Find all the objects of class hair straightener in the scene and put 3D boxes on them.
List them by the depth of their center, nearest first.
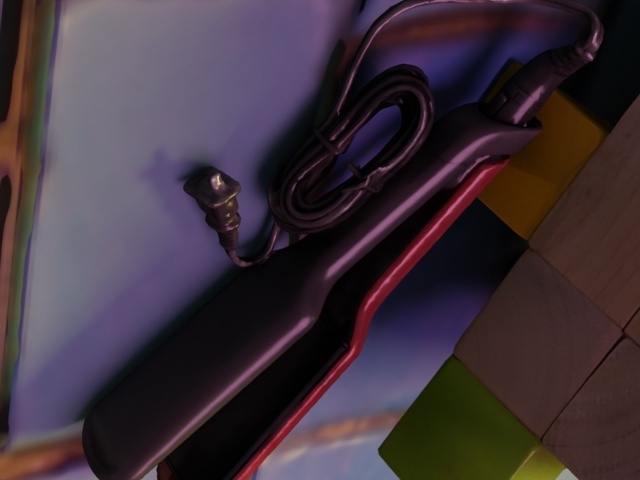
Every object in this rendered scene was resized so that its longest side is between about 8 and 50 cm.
[{"bbox_3d":[0.000,0.000,0.504,0.230,0.047,0.089,-44,133,13],"label":"hair straightener"}]

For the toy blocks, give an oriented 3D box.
[{"bbox_3d":[0.227,-0.029,0.578,0.261,0.191,0.381,12,117,-54],"label":"toy blocks"}]
